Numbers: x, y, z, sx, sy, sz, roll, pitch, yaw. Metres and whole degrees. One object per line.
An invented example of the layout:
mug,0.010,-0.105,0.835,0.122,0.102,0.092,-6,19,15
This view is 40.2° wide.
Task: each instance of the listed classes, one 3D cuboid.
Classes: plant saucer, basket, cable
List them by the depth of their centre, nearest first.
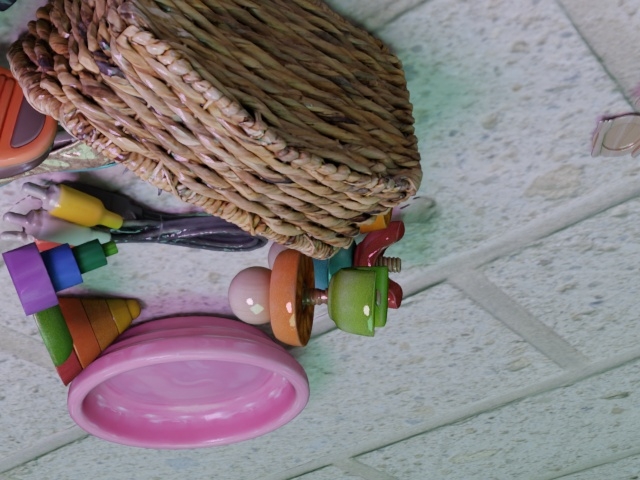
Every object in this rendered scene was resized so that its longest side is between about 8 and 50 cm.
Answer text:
basket,-0.091,-0.090,0.729,0.299,0.213,0.223,26,134,-36
cable,-0.204,-0.001,0.965,0.287,0.072,0.139,15,146,-26
plant saucer,-0.183,0.200,1.232,0.332,0.084,0.332,-6,148,-4

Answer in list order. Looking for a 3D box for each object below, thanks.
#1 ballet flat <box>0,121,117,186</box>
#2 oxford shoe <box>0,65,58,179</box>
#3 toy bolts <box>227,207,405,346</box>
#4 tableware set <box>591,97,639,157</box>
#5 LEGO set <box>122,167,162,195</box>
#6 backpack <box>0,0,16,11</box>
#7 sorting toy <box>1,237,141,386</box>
ballet flat,-0.290,-0.093,0.837,0.206,0.073,0.067,-13,135,-2
oxford shoe,-0.395,-0.085,0.788,0.364,0.130,0.132,2,151,11
toy bolts,0.000,0.000,0.948,0.159,0.218,0.228,3,179,13
tableware set,0.372,-0.125,0.901,0.169,0.020,0.141,5,144,-12
LEGO set,-0.175,-0.085,0.900,0.054,0.023,0.083,2,131,-13
backpack,-0.367,-0.169,0.592,0.277,0.213,0.263,22,129,-24
sorting toy,-0.267,0.068,0.997,0.126,0.127,0.365,-21,167,-17
